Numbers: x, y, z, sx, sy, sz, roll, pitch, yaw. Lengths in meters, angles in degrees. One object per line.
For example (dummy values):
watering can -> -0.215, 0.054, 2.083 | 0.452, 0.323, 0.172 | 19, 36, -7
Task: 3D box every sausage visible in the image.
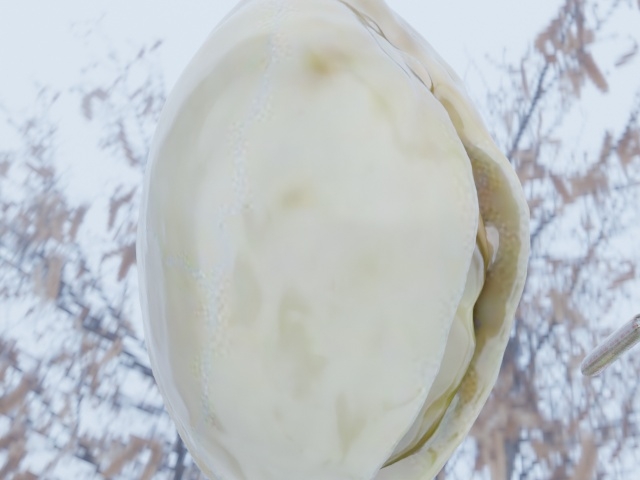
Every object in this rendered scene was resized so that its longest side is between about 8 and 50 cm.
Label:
sausage -> 0.179, 0.064, 1.111 | 0.015, 0.015, 0.100 | 25, -26, -4

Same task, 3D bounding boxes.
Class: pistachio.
pistachio -> 0.000, 0.000, 1.075 | 0.238, 0.229, 0.321 | -5, -95, 35
